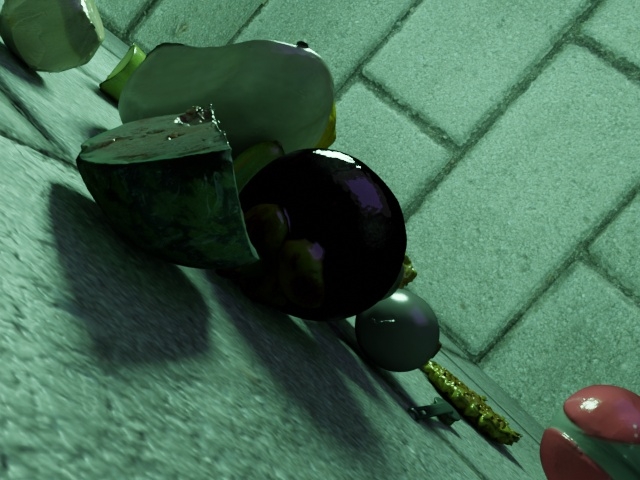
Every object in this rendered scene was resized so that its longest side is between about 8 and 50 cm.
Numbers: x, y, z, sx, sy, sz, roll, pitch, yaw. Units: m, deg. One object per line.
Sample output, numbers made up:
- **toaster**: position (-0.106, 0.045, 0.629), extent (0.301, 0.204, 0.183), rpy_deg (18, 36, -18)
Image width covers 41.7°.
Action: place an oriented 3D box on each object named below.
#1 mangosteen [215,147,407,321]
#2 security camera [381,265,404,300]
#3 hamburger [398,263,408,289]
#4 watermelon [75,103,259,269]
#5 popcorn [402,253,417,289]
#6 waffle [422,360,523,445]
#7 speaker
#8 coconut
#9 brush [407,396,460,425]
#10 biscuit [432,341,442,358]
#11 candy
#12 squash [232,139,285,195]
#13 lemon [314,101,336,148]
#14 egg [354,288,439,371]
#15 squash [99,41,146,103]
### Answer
- **mangosteen**: position (-0.028, 0.001, 1.214), extent (0.302, 0.275, 0.275), rpy_deg (-21, 55, -43)
- **security camera**: position (0.025, 0.063, 1.494), extent (0.157, 0.080, 0.301), rpy_deg (39, -28, -14)
- **hamburger**: position (0.063, 0.050, 1.662), extent (0.237, 0.147, 0.236), rpy_deg (23, -27, 13)
- **watermelon**: position (-0.158, -0.066, 0.949), extent (0.224, 0.180, 0.305), rpy_deg (30, 6, -20)
- **popcorn**: position (0.157, 0.066, 2.050), extent (0.145, 0.126, 0.126), rpy_deg (55, 31, 3)
- **waffle**: position (0.335, 0.364, 1.903), extent (0.245, 0.052, 0.254), rpy_deg (38, 4, -23)
- **speaker**: position (0.649, 0.469, 1.904), extent (0.294, 0.294, 0.294), rpy_deg (42, 4, -4)
- **coconut**: position (-0.455, -0.357, 1.401), extent (0.161, 0.162, 0.160), rpy_deg (-20, 90, -88)
- **brush**: position (0.194, 0.303, 1.479), extent (0.062, 0.027, 0.266), rpy_deg (43, 9, 23)
- **biscuit**: position (0.149, 0.163, 2.082), extent (0.381, 0.074, 0.359), rpy_deg (39, 5, -47)
- **candy**: position (-0.161, -0.215, 1.552), extent (0.427, 0.387, 0.186), rpy_deg (71, 14, -76)
- **squash**: position (-0.131, -0.095, 1.424), extent (0.095, 0.188, 0.095), rpy_deg (44, 5, -5)
- **lemon**: position (-0.145, -0.272, 1.910), extent (0.350, 0.387, 0.349), rpy_deg (22, -42, 22)
- **egg**: position (0.136, 0.160, 1.519), extent (0.146, 0.146, 0.199), rpy_deg (40, -4, -18)
- **squash**: position (-0.386, -0.321, 1.914), extent (0.137, 0.137, 0.287), rpy_deg (46, 0, 42)
